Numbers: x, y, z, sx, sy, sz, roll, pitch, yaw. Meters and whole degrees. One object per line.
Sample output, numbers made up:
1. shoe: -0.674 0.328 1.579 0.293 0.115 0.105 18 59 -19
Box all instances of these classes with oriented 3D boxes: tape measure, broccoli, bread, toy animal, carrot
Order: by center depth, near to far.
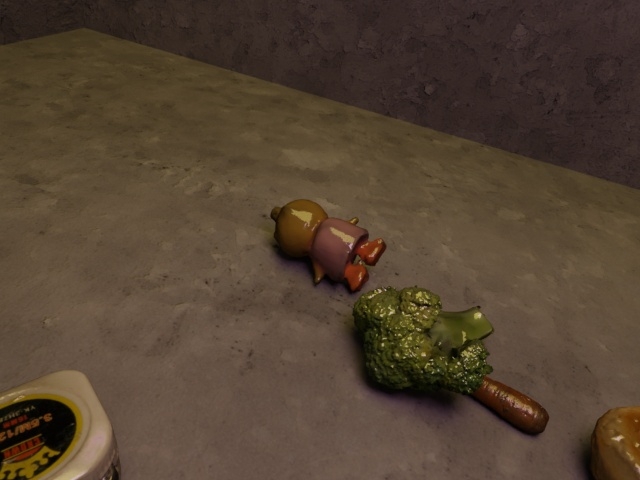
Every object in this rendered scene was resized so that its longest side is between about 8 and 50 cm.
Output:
1. tape measure: -0.403 0.312 0.636 0.271 0.133 0.231 -16 36 -34
2. bread: 0.572 0.397 0.830 0.244 0.134 0.244 6 35 -4
3. broccoli: 0.219 0.173 0.957 0.302 0.186 0.254 -8 24 1
4. carrot: 0.343 0.302 0.959 0.186 0.060 0.060 28 37 25
5. toy animal: -0.002 -0.003 1.198 0.281 0.169 0.195 27 71 24
